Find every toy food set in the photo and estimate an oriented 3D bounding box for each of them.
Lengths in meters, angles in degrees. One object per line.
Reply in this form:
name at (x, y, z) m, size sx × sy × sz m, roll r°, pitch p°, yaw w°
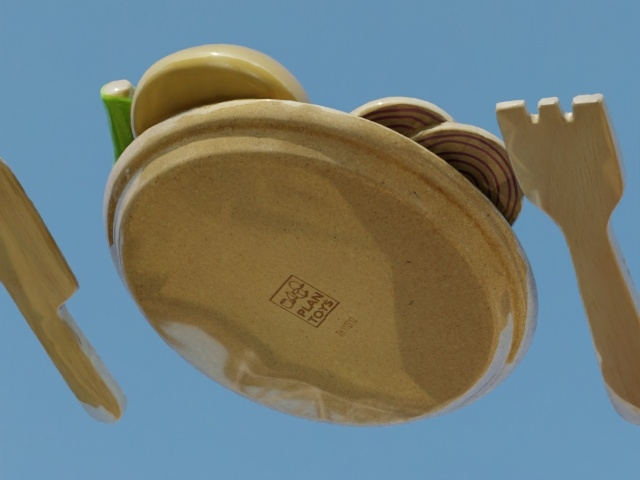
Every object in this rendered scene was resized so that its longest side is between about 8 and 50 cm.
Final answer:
toy food set at (0.000, 0.000, 0.515) m, size 0.192 × 0.038 × 0.132 m, roll -1°, pitch -46°, yaw 25°
